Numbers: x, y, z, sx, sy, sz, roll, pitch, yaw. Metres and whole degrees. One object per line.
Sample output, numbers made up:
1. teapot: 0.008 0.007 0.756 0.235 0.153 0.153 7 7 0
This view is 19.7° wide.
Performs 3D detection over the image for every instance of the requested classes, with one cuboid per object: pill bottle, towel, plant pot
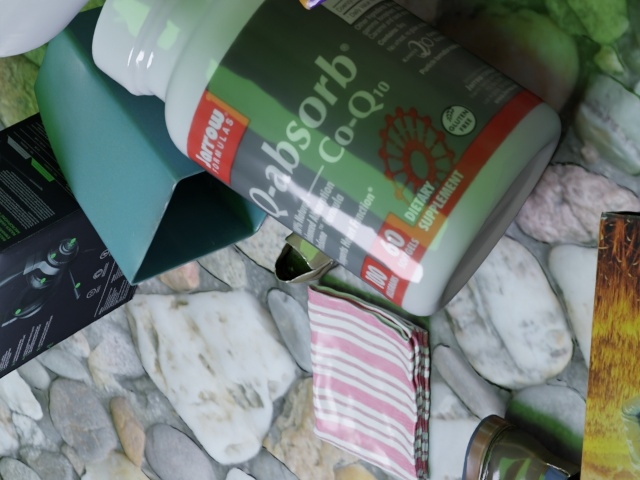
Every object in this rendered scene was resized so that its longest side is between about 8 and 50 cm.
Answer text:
1. pill bottle: 0.001 -0.116 1.554 0.363 0.210 0.210 35 135 11
2. towel: 0.045 0.147 1.853 0.144 0.029 0.197 22 128 35
3. plant pot: -0.166 -0.114 1.804 0.234 0.165 0.165 50 139 20

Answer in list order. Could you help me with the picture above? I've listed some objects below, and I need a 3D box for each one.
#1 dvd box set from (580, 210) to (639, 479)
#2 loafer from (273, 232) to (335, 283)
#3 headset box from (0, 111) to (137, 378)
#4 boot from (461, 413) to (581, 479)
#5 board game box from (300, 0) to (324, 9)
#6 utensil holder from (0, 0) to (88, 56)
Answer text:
1. dvd box set: 0.344 0.197 1.443 0.308 0.062 0.420 9 97 40
2. loafer: 0.000 0.000 1.788 0.056 0.050 0.148 46 138 13
3. headset box: -0.308 0.005 1.917 0.131 0.283 0.246 42 138 17
4. boot: 0.191 0.280 1.752 0.106 0.082 0.219 22 126 38
5. board game box: 0.102 -0.429 1.186 0.356 0.356 0.356 -34 89 49
6. utensil holder: -0.230 -0.375 1.439 0.327 0.328 0.385 53 132 5
